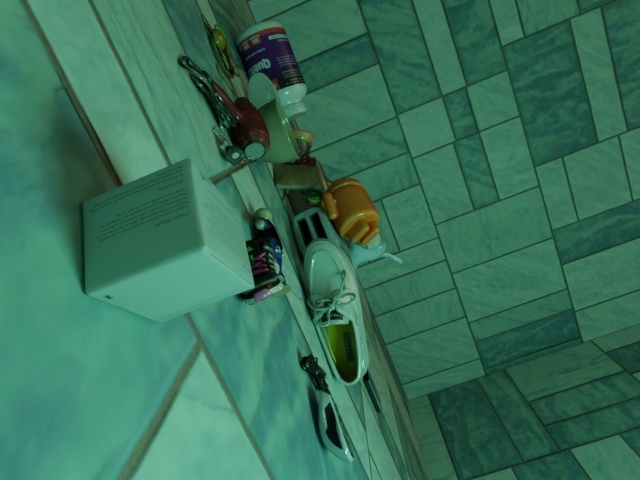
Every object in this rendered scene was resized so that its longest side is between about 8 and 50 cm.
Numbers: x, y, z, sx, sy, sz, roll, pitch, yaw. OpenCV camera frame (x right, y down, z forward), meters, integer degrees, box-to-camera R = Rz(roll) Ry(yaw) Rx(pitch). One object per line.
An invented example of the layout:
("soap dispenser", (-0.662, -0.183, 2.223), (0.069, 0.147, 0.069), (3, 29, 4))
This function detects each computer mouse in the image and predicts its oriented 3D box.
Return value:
("computer mouse", (0.009, 0.310, 0.814), (0.106, 0.042, 0.193), (69, -1, -46))

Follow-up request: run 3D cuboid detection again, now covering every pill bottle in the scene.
("pill bottle", (-0.163, -0.592, 1.599), (0.181, 0.181, 0.323), (-70, 138, -80))

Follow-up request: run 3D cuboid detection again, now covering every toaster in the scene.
("toaster", (0.000, 0.000, 1.322), (0.146, 0.129, 0.227), (52, 17, -61))

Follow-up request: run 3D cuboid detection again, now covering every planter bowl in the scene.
("planter bowl", (-0.132, -0.266, 1.152), (0.162, 0.109, 0.162), (-20, 90, -83))

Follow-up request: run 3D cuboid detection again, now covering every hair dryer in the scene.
("hair dryer", (-0.177, -0.274, 0.942), (0.293, 0.080, 0.224), (-84, 152, -77))

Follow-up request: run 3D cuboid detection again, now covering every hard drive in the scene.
("hard drive", (0.185, 0.534, 1.613), (0.094, 0.022, 0.135), (-86, 154, -74))

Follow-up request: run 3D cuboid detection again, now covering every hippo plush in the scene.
("hippo plush", (0.090, 0.022, 1.557), (0.234, 0.236, 0.294), (55, 8, 31))

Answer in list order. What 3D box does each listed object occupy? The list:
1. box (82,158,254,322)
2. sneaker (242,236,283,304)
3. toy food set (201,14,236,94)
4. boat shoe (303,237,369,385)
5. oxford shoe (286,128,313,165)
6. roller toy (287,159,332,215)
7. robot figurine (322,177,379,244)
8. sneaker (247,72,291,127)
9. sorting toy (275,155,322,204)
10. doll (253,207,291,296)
("box", (-0.125, 0.005, 0.383), (0.102, 0.101, 0.087), (57, 14, -62))
("sneaker", (-0.098, 0.040, 0.686), (0.170, 0.063, 0.075), (-106, 174, -73))
("toy food set", (-0.252, -0.494, 1.187), (0.132, 0.038, 0.192), (51, 19, -70))
("boat shoe", (0.030, 0.175, 1.088), (0.156, 0.135, 0.367), (-8, 86, -80))
("oxford shoe", (-0.104, -0.346, 1.762), (0.364, 0.130, 0.133), (-112, -146, -85))
("roller toy", (-0.029, -0.169, 1.520), (0.209, 0.146, 0.191), (-25, 93, -83))
("robot figurine", (0.087, -0.091, 1.286), (0.128, 0.158, 0.219), (88, -18, -55))
("sneaker", (-0.162, -0.412, 1.459), (0.151, 0.094, 0.256), (-101, 170, -70))
("sorting toy", (-0.071, -0.184, 1.366), (0.274, 0.132, 0.046), (-98, -168, -53))
("doll", (-0.097, 0.008, 0.855), (0.129, 0.046, 0.189), (63, 9, -50))
